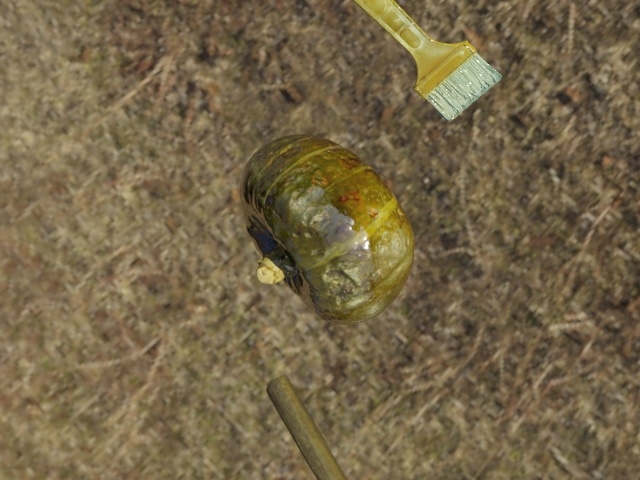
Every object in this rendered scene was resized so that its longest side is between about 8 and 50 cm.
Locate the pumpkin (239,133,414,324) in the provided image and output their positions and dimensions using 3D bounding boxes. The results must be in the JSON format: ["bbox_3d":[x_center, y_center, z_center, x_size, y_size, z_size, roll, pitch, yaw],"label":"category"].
[{"bbox_3d":[0.000,0.000,1.202,0.219,0.162,0.219,47,163,20],"label":"pumpkin"}]

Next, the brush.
[{"bbox_3d":[0.100,-0.228,1.269,0.218,0.010,0.082,42,109,-16],"label":"brush"}]

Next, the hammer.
[{"bbox_3d":[0.029,0.313,1.394,0.111,0.043,0.365,-45,58,17],"label":"hammer"}]
